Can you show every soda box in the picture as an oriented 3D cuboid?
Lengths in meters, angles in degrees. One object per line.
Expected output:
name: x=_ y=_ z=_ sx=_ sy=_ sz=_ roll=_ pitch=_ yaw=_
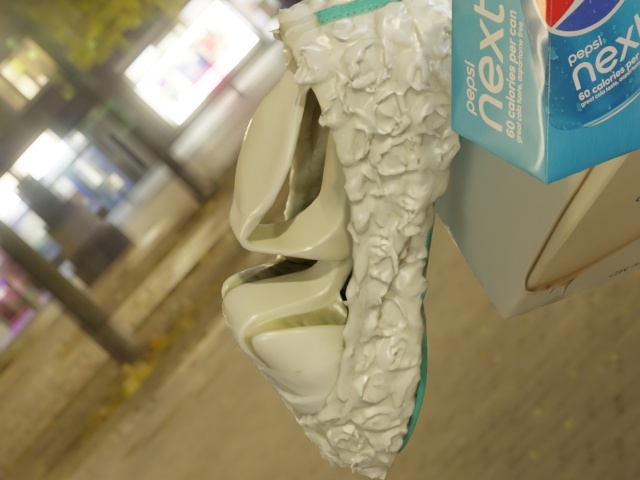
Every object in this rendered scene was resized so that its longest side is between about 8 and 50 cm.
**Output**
soda box: x=0.103 y=-0.137 z=0.835 sx=0.067 sy=0.210 sz=0.071 roll=-22 pitch=36 yaw=-28

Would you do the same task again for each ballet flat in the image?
ballet flat: x=0.000 y=0.000 z=1.224 sx=0.147 sy=0.147 sz=0.409 roll=-54 pitch=-21 yaw=-47

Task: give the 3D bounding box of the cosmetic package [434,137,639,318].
cosmetic package: x=0.198 y=-0.088 z=1.193 sx=0.160 sy=0.113 sz=0.309 roll=-20 pitch=-23 yaw=-25
